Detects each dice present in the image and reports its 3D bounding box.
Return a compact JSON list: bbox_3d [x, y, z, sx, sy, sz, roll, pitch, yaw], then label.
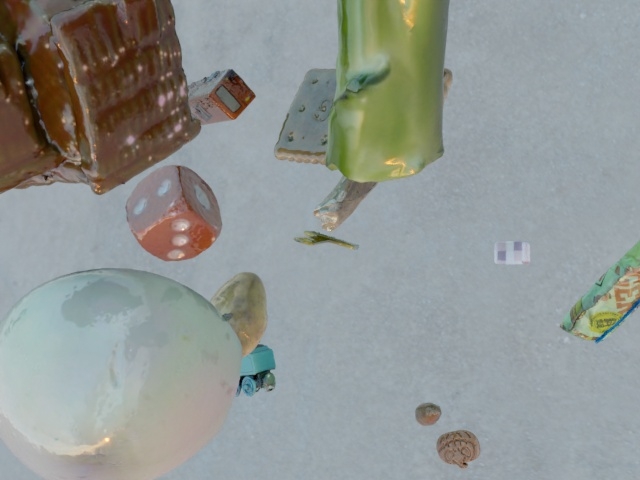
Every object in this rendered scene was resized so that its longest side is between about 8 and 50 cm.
[{"bbox_3d":[-0.358,-0.066,1.528,0.179,0.174,0.175,-27,52,15],"label":"dice"}]

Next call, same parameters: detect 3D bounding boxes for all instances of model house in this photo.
[{"bbox_3d":[-0.241,-0.135,0.531,0.219,0.229,0.199,-46,-2,41],"label":"model house"}]

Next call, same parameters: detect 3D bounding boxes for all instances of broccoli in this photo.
[{"bbox_3d":[0.056,-0.225,0.370,0.275,0.353,0.397,31,103,32],"label":"broccoli"}]

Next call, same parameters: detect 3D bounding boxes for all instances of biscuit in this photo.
[{"bbox_3d":[0.294,0.446,1.335,0.091,0.015,0.078,-19,72,13],"label":"biscuit"},{"bbox_3d":[0.069,-0.232,1.159,0.325,0.044,0.217,12,71,35],"label":"biscuit"}]

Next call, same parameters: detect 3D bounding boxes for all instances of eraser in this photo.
[{"bbox_3d":[0.527,0.035,1.726,0.105,0.026,0.065,-5,82,58],"label":"eraser"}]

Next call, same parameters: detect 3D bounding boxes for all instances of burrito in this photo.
[{"bbox_3d":[0.474,0.073,0.936,0.054,0.104,0.288,-59,-5,-46],"label":"burrito"},{"bbox_3d":[0.070,-0.115,1.249,0.226,0.087,0.060,-52,35,-13],"label":"burrito"}]

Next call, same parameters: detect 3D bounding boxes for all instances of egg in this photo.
[{"bbox_3d":[-0.217,0.153,0.610,0.271,0.206,0.161,-20,37,4],"label":"egg"}]

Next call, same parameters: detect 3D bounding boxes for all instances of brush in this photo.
[{"bbox_3d":[0.000,0.000,0.924,0.083,0.205,0.011,18,95,14],"label":"brush"}]

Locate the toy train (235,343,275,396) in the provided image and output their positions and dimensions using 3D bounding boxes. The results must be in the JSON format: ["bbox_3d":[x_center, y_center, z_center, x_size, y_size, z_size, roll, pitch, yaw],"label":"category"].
[{"bbox_3d":[-0.221,0.401,1.935,0.198,0.107,0.154,-14,84,46],"label":"toy train"}]

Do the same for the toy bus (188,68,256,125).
[{"bbox_3d":[-0.262,-0.329,1.468,0.092,0.093,0.409,-53,24,-10],"label":"toy bus"}]

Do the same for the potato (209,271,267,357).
[{"bbox_3d":[-0.215,0.188,1.568,0.128,0.161,0.234,134,137,-53],"label":"potato"}]

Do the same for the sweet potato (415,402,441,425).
[{"bbox_3d":[0.159,0.253,0.918,0.095,0.034,0.034,112,162,-64],"label":"sweet potato"}]
